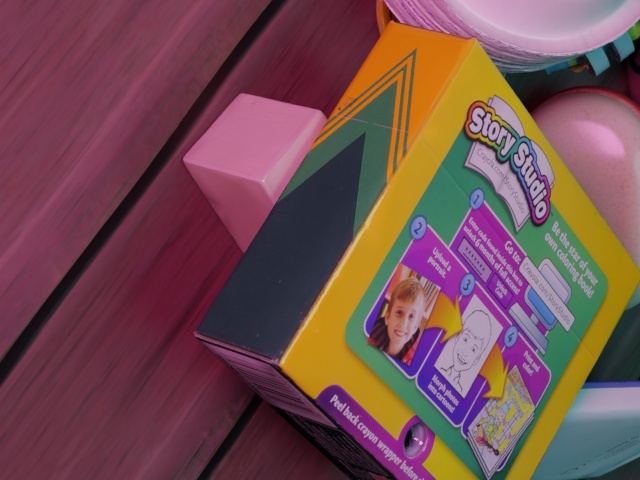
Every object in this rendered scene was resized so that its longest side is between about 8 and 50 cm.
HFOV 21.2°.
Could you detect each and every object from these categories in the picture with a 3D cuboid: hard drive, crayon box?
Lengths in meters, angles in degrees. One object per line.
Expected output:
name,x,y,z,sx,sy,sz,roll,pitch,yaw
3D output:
hard drive,0.256,0.198,1.748,0.318,0.210,0.040,4,60,-46
crayon box,0.100,0.051,1.452,0.313,0.106,0.363,-59,136,-17

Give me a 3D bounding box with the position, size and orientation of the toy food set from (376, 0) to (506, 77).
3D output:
toy food set,0.129,-0.178,1.583,0.128,0.071,0.218,-39,127,-31

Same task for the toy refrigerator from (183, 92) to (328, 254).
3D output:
toy refrigerator,0.000,0.000,1.485,0.094,0.102,0.269,-50,132,-23

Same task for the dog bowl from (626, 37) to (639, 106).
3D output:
dog bowl,0.492,-0.236,1.879,0.408,0.150,0.408,-17,115,-41

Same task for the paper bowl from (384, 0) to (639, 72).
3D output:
paper bowl,0.182,-0.295,1.471,0.284,0.148,0.284,3,83,-23

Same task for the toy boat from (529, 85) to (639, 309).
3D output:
toy boat,0.275,-0.048,1.748,0.151,0.151,0.231,-54,143,-63

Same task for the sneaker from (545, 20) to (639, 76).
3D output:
sneaker,0.327,-0.211,1.625,0.208,0.319,0.127,-53,154,-5
